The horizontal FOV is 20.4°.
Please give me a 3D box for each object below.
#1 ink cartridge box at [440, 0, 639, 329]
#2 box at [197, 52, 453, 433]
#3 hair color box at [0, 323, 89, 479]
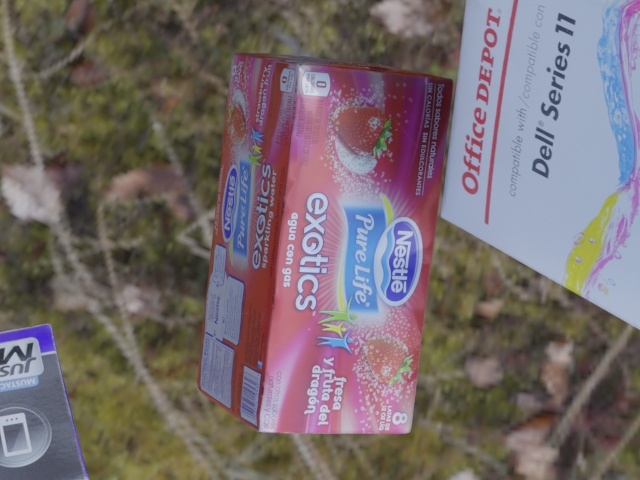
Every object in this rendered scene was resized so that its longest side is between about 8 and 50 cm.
[{"bbox_3d":[0.195,-0.071,1.092,0.353,0.119,0.207,31,132,34],"label":"ink cartridge box"},{"bbox_3d":[0.000,0.000,1.262,0.123,0.128,0.256,3,97,-25],"label":"box"},{"bbox_3d":[-0.225,0.193,1.018,0.185,0.110,0.339,-10,147,-13],"label":"hair color box"}]
